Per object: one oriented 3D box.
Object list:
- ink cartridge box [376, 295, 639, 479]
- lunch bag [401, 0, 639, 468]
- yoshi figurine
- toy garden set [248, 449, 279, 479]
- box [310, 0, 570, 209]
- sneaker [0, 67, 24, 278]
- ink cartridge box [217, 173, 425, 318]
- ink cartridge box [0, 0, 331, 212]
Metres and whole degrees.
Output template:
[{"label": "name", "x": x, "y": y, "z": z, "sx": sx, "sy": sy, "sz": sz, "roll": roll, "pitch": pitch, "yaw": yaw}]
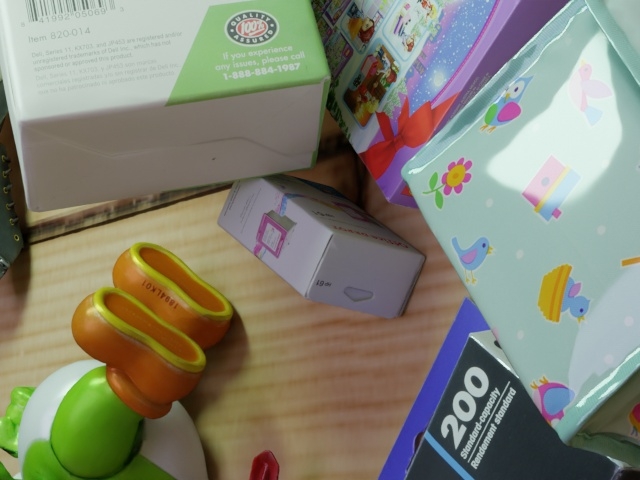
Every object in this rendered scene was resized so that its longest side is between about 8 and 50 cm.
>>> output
[{"label": "ink cartridge box", "x": 0.094, "y": 0.169, "z": 1.100, "sx": 0.208, "sy": 0.045, "sz": 0.206, "roll": 43, "pitch": 116, "yaw": 48}, {"label": "lunch bag", "x": 0.202, "y": -0.036, "z": 0.924, "sx": 0.262, "sy": 0.160, "sz": 0.223, "roll": -46, "pitch": 46, "yaw": 21}, {"label": "yoshi figurine", "x": -0.230, "y": 0.164, "z": 1.373, "sx": 0.362, "sy": 0.203, "sz": 0.203, "roll": -57, "pitch": 42, "yaw": 22}, {"label": "toy garden set", "x": -0.056, "y": 0.268, "z": 1.227, "sx": 0.204, "sy": 0.049, "sz": 0.244, "roll": 51, "pitch": 131, "yaw": 47}, {"label": "box", "x": 0.095, "y": -0.192, "z": 1.164, "sx": 0.293, "sy": 0.057, "sz": 0.201, "roll": -57, "pitch": 42, "yaw": 26}, {"label": "sneaker", "x": -0.307, "y": -0.054, "z": 1.632, "sx": 0.222, "sy": 0.118, "sz": 0.083, "roll": -62, "pitch": 12, "yaw": -22}, {"label": "ink cartridge box", "x": 0.000, "y": 0.000, "z": 1.216, "sx": 0.122, "sy": 0.088, "sz": 0.052, "roll": 40, "pitch": 110, "yaw": 47}, {"label": "ink cartridge box", "x": -0.132, "y": -0.210, "z": 1.229, "sx": 0.119, "sy": 0.207, "sz": 0.353, "roll": 98, "pitch": 161, "yaw": -61}]
